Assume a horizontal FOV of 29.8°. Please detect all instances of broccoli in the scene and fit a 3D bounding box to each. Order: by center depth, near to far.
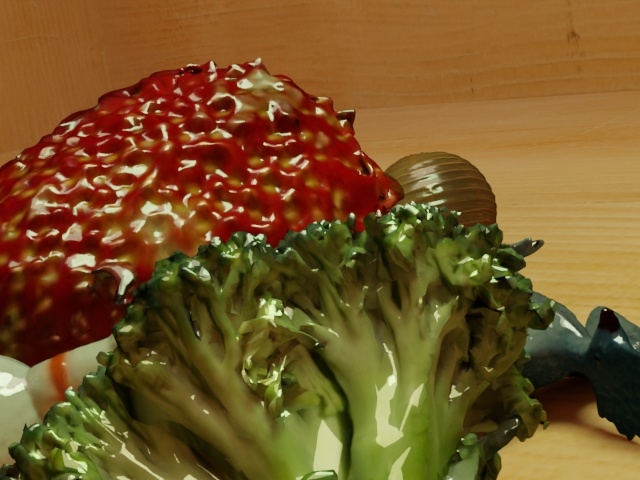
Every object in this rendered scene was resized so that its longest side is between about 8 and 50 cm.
[{"bbox_3d":[0.039,0.132,0.415,0.252,0.221,0.361,-24,30,-34],"label":"broccoli"}]

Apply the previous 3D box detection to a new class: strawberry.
[{"bbox_3d":[-0.107,0.011,0.906,0.292,0.292,0.343,0,19,35],"label":"strawberry"}]

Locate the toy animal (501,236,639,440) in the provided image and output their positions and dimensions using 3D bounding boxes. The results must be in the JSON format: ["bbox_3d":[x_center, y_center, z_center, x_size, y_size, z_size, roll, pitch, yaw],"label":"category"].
[{"bbox_3d":[0.137,0.083,0.846,0.239,0.176,0.255,-9,-23,-20],"label":"toy animal"}]

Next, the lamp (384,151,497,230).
[{"bbox_3d":[0.115,-0.029,1.248,0.136,0.136,0.136,-8,12,2],"label":"lamp"}]

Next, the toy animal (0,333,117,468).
[{"bbox_3d":[-0.235,0.122,0.764,0.282,0.140,0.138,-15,25,-13],"label":"toy animal"}]
